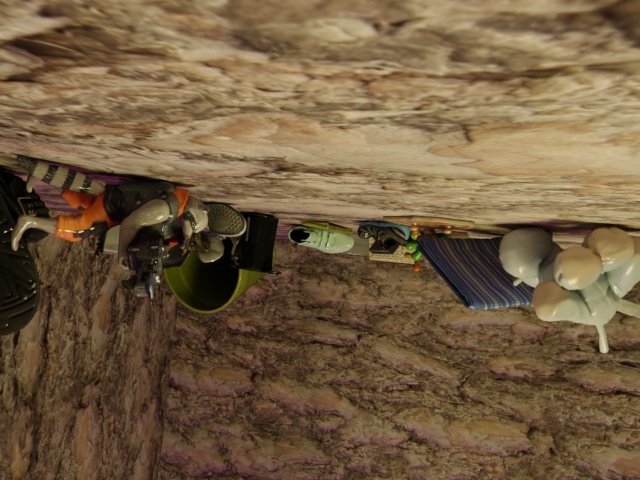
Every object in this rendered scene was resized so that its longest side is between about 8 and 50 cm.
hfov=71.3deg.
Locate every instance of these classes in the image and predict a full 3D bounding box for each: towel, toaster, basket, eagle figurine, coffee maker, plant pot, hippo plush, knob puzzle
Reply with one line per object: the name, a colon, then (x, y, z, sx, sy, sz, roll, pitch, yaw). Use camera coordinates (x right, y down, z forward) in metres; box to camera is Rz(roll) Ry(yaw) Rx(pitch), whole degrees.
towel: (0.426, 0.070, 1.124, 0.336, 0.040, 0.243, -1, -140, -29)
toaster: (-0.509, -0.035, 1.157, 0.110, 0.185, 0.168, 12, 175, -24)
basket: (0.272, 0.029, 1.650, 0.167, 0.103, 0.113, 3, 177, 41)
eagle figurine: (-0.474, -0.023, 1.463, 0.226, 0.225, 0.298, -5, 175, -40)
coffee maker: (-0.186, 0.008, 1.396, 0.171, 0.178, 0.120, 8, 180, 10)
plant pot: (-0.364, 0.067, 1.777, 0.367, 0.366, 0.353, 5, -172, 25)
hippo plush: (0.530, 0.047, 0.955, 0.294, 0.234, 0.236, 24, -160, -30)
towel: (0.026, -0.046, 1.524, 0.102, 0.021, 0.237, 11, -179, 24)
knob puzzle: (0.278, -0.032, 1.075, 0.213, 0.029, 0.213, 6, 177, 0)

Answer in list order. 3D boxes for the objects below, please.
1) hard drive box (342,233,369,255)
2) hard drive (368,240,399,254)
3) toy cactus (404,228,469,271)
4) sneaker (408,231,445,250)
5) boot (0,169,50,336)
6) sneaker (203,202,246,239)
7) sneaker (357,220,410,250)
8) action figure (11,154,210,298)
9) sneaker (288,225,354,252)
hard drive box: (0.140, 0.019, 1.945, 0.181, 0.089, 0.232, 7, 178, -3)
hard drive: (0.202, 0.000, 1.316, 0.022, 0.094, 0.135, 40, 168, -13)
toy cactus: (0.336, 0.014, 1.281, 0.181, 0.112, 0.219, -8, 160, 2)
sneaker: (0.328, 0.004, 1.409, 0.178, 0.071, 0.077, -3, 162, 38)
boot: (-0.616, 0.006, 0.875, 0.131, 0.347, 0.260, -16, 179, -17)
sneaker: (-0.269, -0.046, 1.242, 0.226, 0.086, 0.163, 15, 171, 26)
sneaker: (0.167, -0.013, 1.231, 0.067, 0.078, 0.188, 8, 177, -37)
action figure: (-0.364, -0.043, 0.818, 0.330, 0.178, 0.341, 2, -156, -26)
sneaker: (-0.001, 0.000, 1.679, 0.256, 0.094, 0.151, 8, -176, 3)
